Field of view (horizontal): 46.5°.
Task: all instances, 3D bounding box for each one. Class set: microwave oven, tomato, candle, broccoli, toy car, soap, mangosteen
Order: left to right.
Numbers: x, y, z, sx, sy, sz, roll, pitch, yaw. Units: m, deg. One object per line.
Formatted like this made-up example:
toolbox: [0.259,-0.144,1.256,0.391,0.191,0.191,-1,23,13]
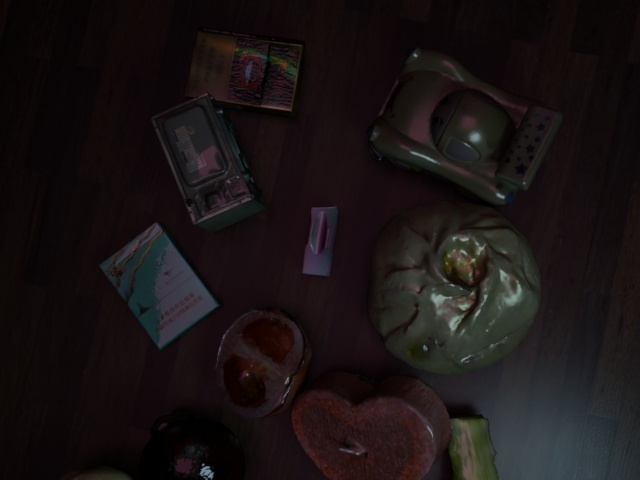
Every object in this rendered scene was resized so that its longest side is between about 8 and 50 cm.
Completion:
mangosteen: [-0.255,0.447,1.505,0.216,0.216,0.216,0,86,4]
microwave oven: [-0.227,-0.160,1.547,0.145,0.194,0.240,-23,82,0]
tomato: [-0.109,0.252,1.546,0.199,0.112,0.228,31,90,28]
soap: [0.000,0.000,1.562,0.056,0.100,0.149,8,87,5]
candle: [0.091,0.405,1.468,0.317,0.131,0.287,3,109,29]
toy car: [0.282,-0.228,1.499,0.336,0.226,0.242,27,88,4]
broccoli: [0.290,0.529,1.465,0.252,0.221,0.361,-27,74,-5]

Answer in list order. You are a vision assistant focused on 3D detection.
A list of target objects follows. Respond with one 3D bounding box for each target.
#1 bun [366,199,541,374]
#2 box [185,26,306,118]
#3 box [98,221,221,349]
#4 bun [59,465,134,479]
bun: [0.268,0.096,1.468,0.365,0.219,0.365,0,92,0]
box: [-0.160,-0.363,1.616,0.240,0.071,0.159,8,84,4]
box: [-0.346,0.096,1.608,0.162,0.041,0.229,-38,85,0]
bun: [-0.450,0.570,1.483,0.259,0.160,0.259,14,114,34]
